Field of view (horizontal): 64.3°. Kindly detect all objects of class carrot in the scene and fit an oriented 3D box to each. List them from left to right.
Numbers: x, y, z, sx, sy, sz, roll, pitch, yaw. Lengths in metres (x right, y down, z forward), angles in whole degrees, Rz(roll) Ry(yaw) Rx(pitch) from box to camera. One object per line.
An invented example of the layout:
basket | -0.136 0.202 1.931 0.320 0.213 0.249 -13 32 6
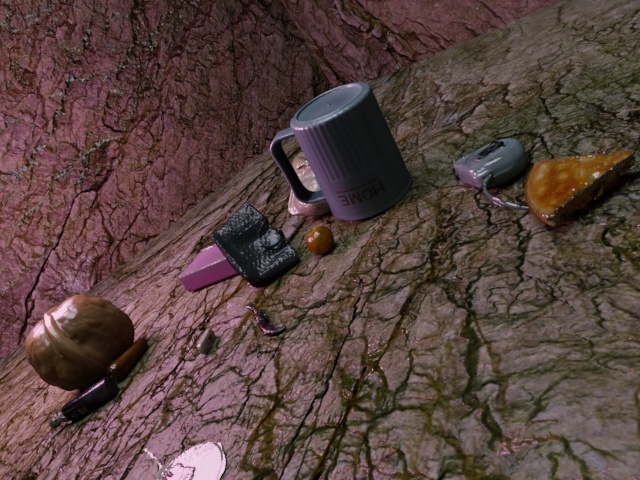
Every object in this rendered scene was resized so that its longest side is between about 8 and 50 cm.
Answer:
carrot | -0.575 0.355 1.525 0.055 0.055 0.161 -23 16 29

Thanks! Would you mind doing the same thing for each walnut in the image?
walnut | -0.742 0.313 1.573 0.296 0.285 0.285 -43 21 -5

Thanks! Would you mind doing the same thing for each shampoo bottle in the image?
shampoo bottle | -0.665 0.455 1.418 0.208 0.057 0.063 -32 20 4

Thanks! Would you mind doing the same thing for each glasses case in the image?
glasses case | -0.296 0.262 1.323 0.021 0.032 0.083 -24 22 19

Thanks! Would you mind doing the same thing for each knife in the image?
knife | -0.144 0.196 1.252 0.045 0.021 0.222 -41 25 -16

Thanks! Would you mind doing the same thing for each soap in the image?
soap | -0.350 0.071 1.775 0.259 0.081 0.181 -21 25 30

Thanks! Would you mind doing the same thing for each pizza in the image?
pizza | 0.470 -0.100 0.924 0.193 0.053 0.201 -19 30 36

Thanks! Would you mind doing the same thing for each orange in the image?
orange | 0.000 0.000 1.406 0.083 0.070 0.083 -42 12 11

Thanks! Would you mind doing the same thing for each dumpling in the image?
dumpling | -0.014 -0.163 1.674 0.126 0.166 0.216 -8 -8 -44

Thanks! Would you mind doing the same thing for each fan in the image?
fan | -0.284 0.431 0.948 0.182 0.010 0.310 -46 24 -29

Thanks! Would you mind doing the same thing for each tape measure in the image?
tape measure | 0.406 -0.153 1.103 0.164 0.084 0.330 -38 18 3

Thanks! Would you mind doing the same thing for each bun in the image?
bun | 0.004 -0.243 1.819 0.221 0.134 0.220 7 22 -3

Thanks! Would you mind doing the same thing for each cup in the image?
cup | 0.062 -0.259 1.471 0.331 0.311 0.257 7 45 46

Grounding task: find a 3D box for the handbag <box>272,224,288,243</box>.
handbag | -0.178 0.027 1.625 0.151 0.072 0.193 -33 18 4

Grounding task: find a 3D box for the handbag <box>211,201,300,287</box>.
handbag | -0.197 0.015 1.497 0.175 0.270 0.088 -40 -23 -10
